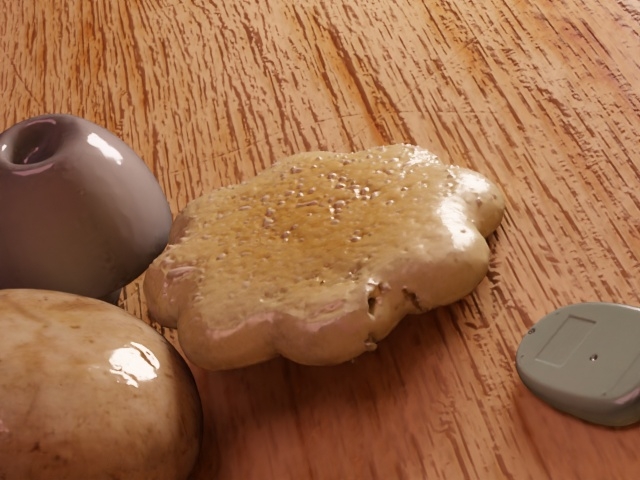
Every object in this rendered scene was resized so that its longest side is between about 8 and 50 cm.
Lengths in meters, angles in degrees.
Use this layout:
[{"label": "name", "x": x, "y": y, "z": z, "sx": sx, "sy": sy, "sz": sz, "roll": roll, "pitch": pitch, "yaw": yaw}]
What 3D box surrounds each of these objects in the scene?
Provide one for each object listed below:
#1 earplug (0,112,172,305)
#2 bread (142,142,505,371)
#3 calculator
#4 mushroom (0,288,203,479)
[{"label": "earplug", "x": -0.267, "y": 0.020, "z": 1.260, "sx": 0.325, "sy": 0.175, "sz": 0.214, "roll": -46, "pitch": 21, "yaw": 38}, {"label": "bread", "x": 0.000, "y": 0.000, "z": 1.114, "sx": 0.316, "sy": 0.054, "sz": 0.316, "roll": -12, "pitch": 29, "yaw": 7}, {"label": "calculator", "x": 0.198, "y": 0.082, "z": 0.932, "sx": 0.095, "sy": 0.021, "sz": 0.153, "roll": -47, "pitch": 33, "yaw": -20}, {"label": "mushroom", "x": -0.184, "y": 0.151, "z": 1.041, "sx": 0.189, "sy": 0.195, "sz": 0.254, "roll": 2, "pitch": 27, "yaw": -8}]
